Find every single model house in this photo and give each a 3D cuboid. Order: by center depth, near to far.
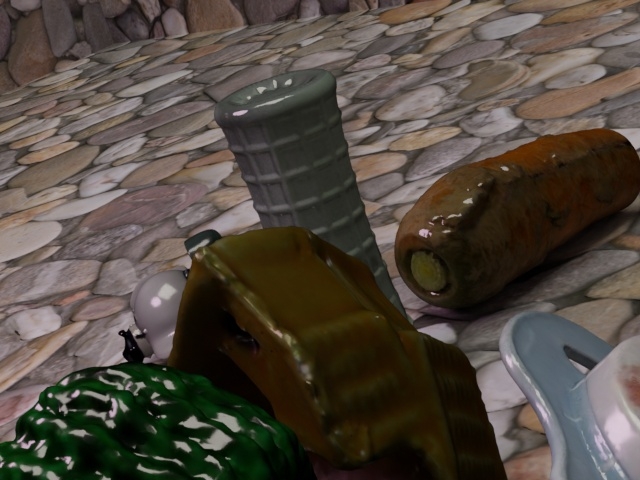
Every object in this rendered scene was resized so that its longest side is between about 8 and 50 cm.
[{"bbox_3d":[0.019,0.127,1.052,0.173,0.239,0.268,-50,-25,9],"label":"model house"}]

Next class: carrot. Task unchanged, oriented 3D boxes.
[{"bbox_3d":[0.201,-0.030,1.540,0.301,0.139,0.138,-23,17,-39],"label":"carrot"}]

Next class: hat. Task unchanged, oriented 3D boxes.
[{"bbox_3d":[-0.046,0.229,0.892,0.332,0.242,0.274,24,-4,15],"label":"hat"}]

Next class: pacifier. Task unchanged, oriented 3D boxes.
[{"bbox_3d":[0.183,0.178,0.920,0.207,0.227,0.279,-46,30,22],"label":"pacifier"}]

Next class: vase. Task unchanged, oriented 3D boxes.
[{"bbox_3d":[0.000,0.000,1.344,0.143,0.299,0.143,-16,17,5],"label":"vase"}]

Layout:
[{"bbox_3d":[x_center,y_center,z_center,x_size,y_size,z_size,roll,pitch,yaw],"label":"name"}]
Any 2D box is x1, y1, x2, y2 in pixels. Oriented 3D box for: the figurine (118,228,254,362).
[{"bbox_3d":[-0.132,0.067,1.570,0.192,0.126,0.147,-34,28,0],"label":"figurine"}]
